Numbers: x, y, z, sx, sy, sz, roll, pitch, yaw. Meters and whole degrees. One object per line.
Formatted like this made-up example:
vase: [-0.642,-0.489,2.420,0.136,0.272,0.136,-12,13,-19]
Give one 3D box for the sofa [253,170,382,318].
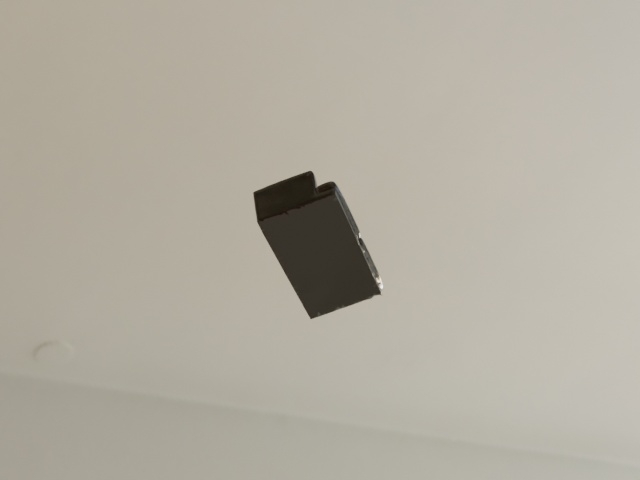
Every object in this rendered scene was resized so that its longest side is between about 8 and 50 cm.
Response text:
sofa: [0.000,0.000,1.113,0.060,0.085,0.147,-97,-16,-49]
